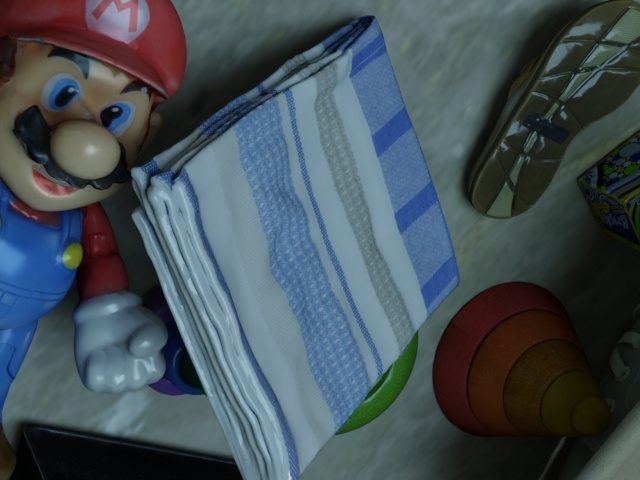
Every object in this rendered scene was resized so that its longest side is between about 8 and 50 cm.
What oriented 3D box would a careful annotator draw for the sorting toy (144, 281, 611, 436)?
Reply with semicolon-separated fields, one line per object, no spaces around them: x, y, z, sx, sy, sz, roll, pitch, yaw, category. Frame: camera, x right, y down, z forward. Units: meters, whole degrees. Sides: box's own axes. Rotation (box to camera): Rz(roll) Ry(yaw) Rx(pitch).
0.056;0.092;1.123;0.366;0.126;0.127;7;103;-31;sorting toy

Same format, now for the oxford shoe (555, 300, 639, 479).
0.263;0.114;1.250;0.130;0.169;0.449;44;91;13;oxford shoe

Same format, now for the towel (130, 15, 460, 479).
0.000;0.000;1.009;0.285;0.034;0.209;-43;118;-52;towel

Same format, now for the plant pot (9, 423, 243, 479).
-0.112;0.248;1.063;0.188;0.187;0.167;14;113;-31;plant pot

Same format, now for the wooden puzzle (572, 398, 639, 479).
0.327;0.153;1.147;0.322;0.080;0.347;23;105;-42;wooden puzzle

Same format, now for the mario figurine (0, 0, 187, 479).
-0.171;-0.005;0.937;0.320;0.170;0.198;-63;156;12;mario figurine

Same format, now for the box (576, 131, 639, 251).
0.275;-0.065;1.225;0.169;0.059;0.054;-37;122;-12;box

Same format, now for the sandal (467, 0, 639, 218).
0.160;-0.096;1.165;0.072;0.049;0.180;29;106;-27;sandal
